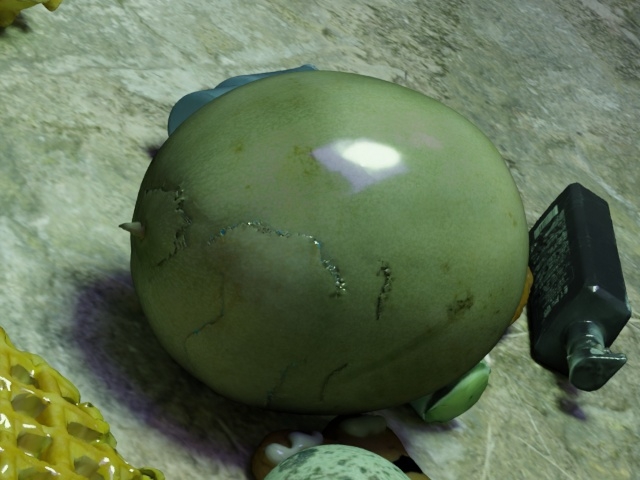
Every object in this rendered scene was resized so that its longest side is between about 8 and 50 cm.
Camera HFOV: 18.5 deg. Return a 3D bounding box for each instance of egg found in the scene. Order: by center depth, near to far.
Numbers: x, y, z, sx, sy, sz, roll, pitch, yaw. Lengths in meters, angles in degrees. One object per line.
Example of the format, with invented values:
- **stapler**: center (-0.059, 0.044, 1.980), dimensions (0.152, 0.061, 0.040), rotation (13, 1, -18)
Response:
- **egg**: center (0.011, 0.202, 1.322), dimensions (0.132, 0.132, 0.172), rotation (27, 13, -15)

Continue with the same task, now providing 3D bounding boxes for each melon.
- **melon**: center (0.000, 0.000, 1.520), dimensions (0.330, 0.268, 0.268), rotation (-2, 40, -31)

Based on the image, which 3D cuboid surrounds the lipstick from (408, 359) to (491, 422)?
- **lipstick**: center (0.029, 0.038, 1.723), dimensions (0.076, 0.076, 0.304), rotation (-1, 40, -52)

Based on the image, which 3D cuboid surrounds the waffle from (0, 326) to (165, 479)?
- **waffle**: center (-0.236, 0.122, 1.265), dimensions (0.291, 0.051, 0.291), rotation (29, 22, -13)

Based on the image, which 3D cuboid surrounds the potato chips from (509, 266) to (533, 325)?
- **potato chips**: center (0.129, 0.030, 1.887), dimensions (0.150, 0.049, 0.201), rotation (38, 22, 1)

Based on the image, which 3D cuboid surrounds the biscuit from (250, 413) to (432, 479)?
- **biscuit**: center (0.096, 0.234, 1.473), dimensions (0.301, 0.049, 0.197), rotation (43, 28, 19)

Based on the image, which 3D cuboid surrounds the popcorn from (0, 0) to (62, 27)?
- **popcorn**: center (-0.299, -0.277, 1.825), dimensions (0.167, 0.148, 0.152), rotation (30, 44, 18)

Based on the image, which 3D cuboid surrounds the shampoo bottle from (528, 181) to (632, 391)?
- **shampoo bottle**: center (0.251, 0.053, 1.934), dimensions (0.071, 0.098, 0.309), rotation (33, 24, -12)

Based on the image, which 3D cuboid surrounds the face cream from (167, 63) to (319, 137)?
- **face cream**: center (-0.035, -0.122, 1.936), dimensions (0.135, 0.086, 0.385), rotation (42, 20, 12)
